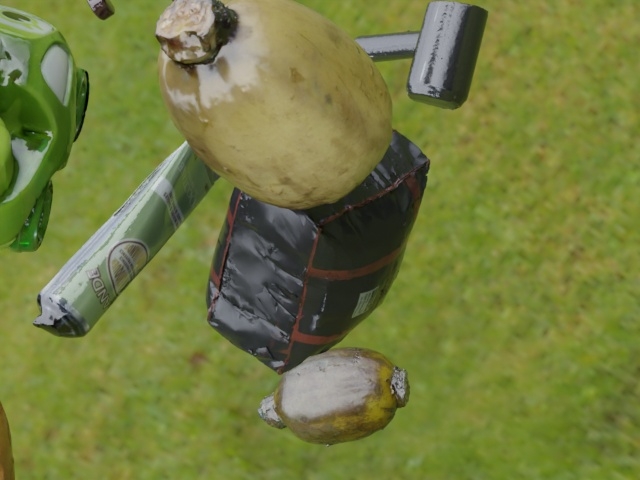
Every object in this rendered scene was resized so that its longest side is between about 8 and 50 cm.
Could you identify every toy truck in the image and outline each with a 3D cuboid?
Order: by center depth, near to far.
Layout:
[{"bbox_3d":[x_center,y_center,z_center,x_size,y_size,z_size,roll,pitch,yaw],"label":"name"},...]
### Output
[{"bbox_3d":[-0.245,-0.088,1.178,0.210,0.148,0.187,108,174,-79],"label":"toy truck"}]

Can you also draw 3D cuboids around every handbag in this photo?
[{"bbox_3d":[0.000,0.000,1.555,0.169,0.155,0.215,-38,-23,-40],"label":"handbag"}]

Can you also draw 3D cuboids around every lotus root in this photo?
[{"bbox_3d":[-0.035,-0.103,1.320,0.154,0.257,0.140,-7,66,32],"label":"lotus root"},{"bbox_3d":[0.015,0.191,2.153,0.210,0.120,0.120,-14,48,22],"label":"lotus root"}]

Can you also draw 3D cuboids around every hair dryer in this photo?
[{"bbox_3d":[0.089,-0.208,1.982,0.248,0.071,0.114,4,78,56],"label":"hair dryer"}]

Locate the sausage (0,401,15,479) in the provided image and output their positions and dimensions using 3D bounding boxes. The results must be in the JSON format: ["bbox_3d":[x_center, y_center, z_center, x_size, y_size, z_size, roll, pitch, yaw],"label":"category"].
[{"bbox_3d":[-0.310,0.099,1.240,0.112,0.328,0.112,-27,31,17],"label":"sausage"}]

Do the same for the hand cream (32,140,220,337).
[{"bbox_3d":[-0.165,-0.003,1.536,0.055,0.086,0.235,32,66,23],"label":"hand cream"}]

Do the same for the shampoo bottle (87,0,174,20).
[{"bbox_3d":[-0.114,-0.279,1.615,0.236,0.067,0.068,-30,41,9],"label":"shampoo bottle"}]
